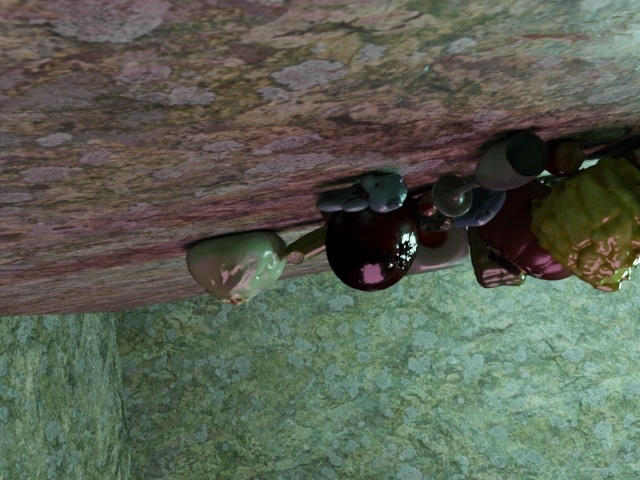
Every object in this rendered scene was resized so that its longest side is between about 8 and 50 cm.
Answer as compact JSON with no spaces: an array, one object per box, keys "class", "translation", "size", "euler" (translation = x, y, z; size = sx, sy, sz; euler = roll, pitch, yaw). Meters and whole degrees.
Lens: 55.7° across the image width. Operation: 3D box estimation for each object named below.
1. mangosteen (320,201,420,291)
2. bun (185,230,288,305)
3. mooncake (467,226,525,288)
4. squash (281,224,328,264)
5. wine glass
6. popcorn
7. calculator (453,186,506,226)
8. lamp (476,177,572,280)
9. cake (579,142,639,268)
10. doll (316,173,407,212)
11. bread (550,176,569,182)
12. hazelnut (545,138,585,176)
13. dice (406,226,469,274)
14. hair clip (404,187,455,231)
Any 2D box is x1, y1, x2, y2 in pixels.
[{"class":"mangosteen","translation":[0.091,-0.011,1.390],"size":[0.262,0.235,0.236],"euler":[27,-162,36]},{"class":"bun","translation":[-0.231,0.086,1.711],"size":[0.294,0.187,0.293],"euler":[-13,172,-2]},{"class":"mooncake","translation":[0.619,0.030,2.129],"size":[0.162,0.290,0.290],"euler":[-13,173,23]},{"class":"squash","translation":[0.000,0.000,1.662],"size":[0.239,0.069,0.069],"euler":[-27,171,5]},{"class":"wine glass","translation":[0.404,-0.143,1.215],"size":[0.265,0.096,0.309],"euler":[-13,173,-15]},{"class":"popcorn","translation":[0.585,-0.037,1.240],"size":[0.293,0.292,0.237],"euler":[-4,141,-43]},{"class":"calculator","translation":[0.354,-0.084,1.460],"size":[0.121,0.039,0.210],"euler":[-51,-159,-19]},{"class":"lamp","translation":[0.551,-0.028,1.565],"size":[0.257,0.303,0.303],"euler":[-55,165,6]},{"class":"cake","translation":[0.787,-0.101,1.379],"size":[0.256,0.281,0.290],"euler":[-15,171,-26]},{"class":"doll","translation":[0.081,-0.099,1.202],"size":[0.180,0.075,0.120],"euler":[1,-143,7]},{"class":"bread","translation":[0.673,-0.144,1.649],"size":[0.083,0.070,0.077],"euler":[-9,174,-32]},{"class":"hazelnut","translation":[0.479,-0.162,1.203],"size":[0.087,0.086,0.086],"euler":[-10,173,-1]},{"class":"dice","translation":[0.298,-0.010,1.686],"size":[0.194,0.193,0.192],"euler":[-12,172,2]},{"class":"hair clip","translation":[0.200,-0.065,1.515],"size":[0.321,0.138,0.091],"euler":[-18,127,45]}]
